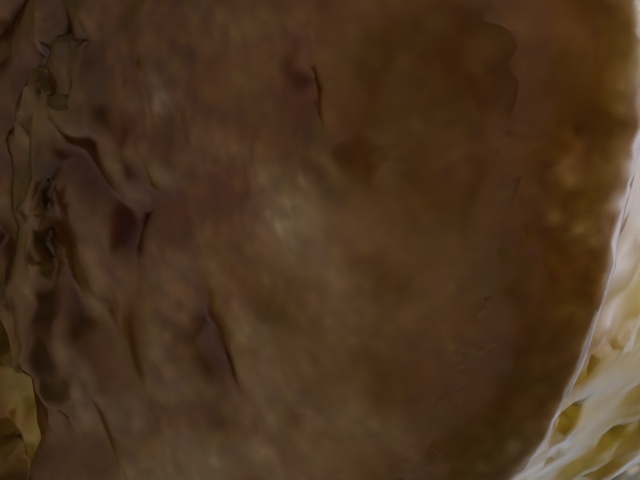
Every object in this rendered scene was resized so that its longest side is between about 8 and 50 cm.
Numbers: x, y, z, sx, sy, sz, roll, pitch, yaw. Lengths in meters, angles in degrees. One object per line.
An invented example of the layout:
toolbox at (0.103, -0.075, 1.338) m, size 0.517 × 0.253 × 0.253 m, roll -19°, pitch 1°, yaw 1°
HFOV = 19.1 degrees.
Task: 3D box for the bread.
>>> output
bread at (0.000, 0.000, 0.515) m, size 0.340 × 0.194 × 0.179 m, roll -13°, pitch -90°, yaw 49°
